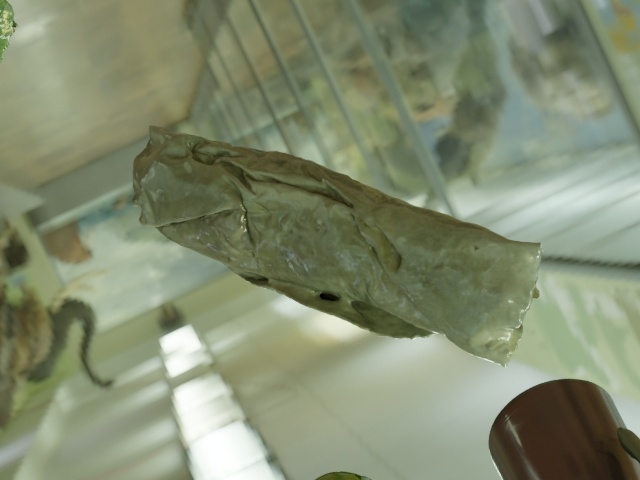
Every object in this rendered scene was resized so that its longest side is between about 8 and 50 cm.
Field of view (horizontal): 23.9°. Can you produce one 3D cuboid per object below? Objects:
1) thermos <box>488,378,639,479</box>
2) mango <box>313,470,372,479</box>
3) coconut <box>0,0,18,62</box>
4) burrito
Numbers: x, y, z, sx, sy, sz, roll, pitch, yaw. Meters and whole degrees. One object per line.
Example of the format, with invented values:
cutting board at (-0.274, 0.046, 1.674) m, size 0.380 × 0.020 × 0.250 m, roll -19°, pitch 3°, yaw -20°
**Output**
thermos at (0.283, 0.267, 1.525) m, size 0.146 × 0.176 × 0.265 m, roll 10°, pitch -150°, yaw -21°
mango at (0.027, 0.161, 0.747) m, size 0.056 × 0.108 × 0.073 m, roll -44°, pitch -154°, yaw 21°
coconut at (-0.285, -0.145, 1.070) m, size 0.133 × 0.158 × 0.055 m, roll -1°, pitch -158°, yaw 0°
burrito at (0.000, 0.000, 1.207) m, size 0.392 × 0.117 × 0.076 m, roll 19°, pitch -165°, yaw 31°
